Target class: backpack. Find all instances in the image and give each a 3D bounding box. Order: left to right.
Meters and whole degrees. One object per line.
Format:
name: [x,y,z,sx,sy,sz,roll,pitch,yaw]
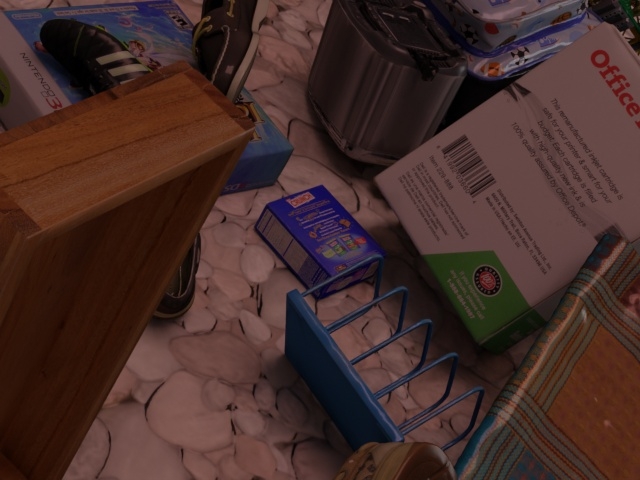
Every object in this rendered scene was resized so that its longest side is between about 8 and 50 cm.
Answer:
backpack: [0.192,-0.277,1.754,0.276,0.213,0.263,-20,47,-33]

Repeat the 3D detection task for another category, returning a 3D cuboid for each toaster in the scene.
toaster: [0.073,-0.183,1.596,0.129,0.146,0.227,7,32,-27]

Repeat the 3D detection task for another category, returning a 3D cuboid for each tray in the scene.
tray: [-0.205,0.078,0.918,0.076,0.411,0.203,42,39,13]

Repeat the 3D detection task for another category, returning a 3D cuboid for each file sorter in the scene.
file sorter: [0.056,0.116,1.272,0.104,0.118,0.170,-28,64,-17]

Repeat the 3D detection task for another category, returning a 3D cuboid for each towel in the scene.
towel: [0.268,0.205,1.255,0.271,0.040,0.370,43,60,-10]

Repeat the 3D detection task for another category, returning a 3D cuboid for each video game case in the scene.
video game case: [-0.198,-0.143,1.454,0.269,0.061,0.244,-14,58,-44]

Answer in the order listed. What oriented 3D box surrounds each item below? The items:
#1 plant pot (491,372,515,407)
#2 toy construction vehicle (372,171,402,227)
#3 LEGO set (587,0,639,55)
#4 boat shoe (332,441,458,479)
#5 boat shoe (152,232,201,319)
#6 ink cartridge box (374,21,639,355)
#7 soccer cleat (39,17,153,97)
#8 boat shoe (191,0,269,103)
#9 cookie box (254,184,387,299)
plant pot: [0.219,0.169,1.392,0.081,0.081,0.083,-15,53,-44]
toy construction vehicle: [0.108,-0.042,1.586,0.098,0.035,0.086,44,50,18]
LEGO set: [0.356,-0.319,1.983,0.255,0.192,0.331,35,41,-48]
boat shoe: [0.004,0.274,1.092,0.285,0.089,0.105,-49,121,-31]
boat shoe: [-0.146,-0.042,1.294,0.080,0.073,0.224,-5,80,-24]
ink cartridge box: [0.236,-0.049,1.441,0.211,0.289,0.121,60,9,19]
soccer cleat: [-0.201,-0.152,1.366,0.179,0.060,0.072,33,51,-2]
boat shoe: [-0.103,-0.208,1.483,0.068,0.081,0.228,24,29,-11]
cookie box: [0.000,0.000,1.451,0.091,0.040,0.107,-21,62,-46]
